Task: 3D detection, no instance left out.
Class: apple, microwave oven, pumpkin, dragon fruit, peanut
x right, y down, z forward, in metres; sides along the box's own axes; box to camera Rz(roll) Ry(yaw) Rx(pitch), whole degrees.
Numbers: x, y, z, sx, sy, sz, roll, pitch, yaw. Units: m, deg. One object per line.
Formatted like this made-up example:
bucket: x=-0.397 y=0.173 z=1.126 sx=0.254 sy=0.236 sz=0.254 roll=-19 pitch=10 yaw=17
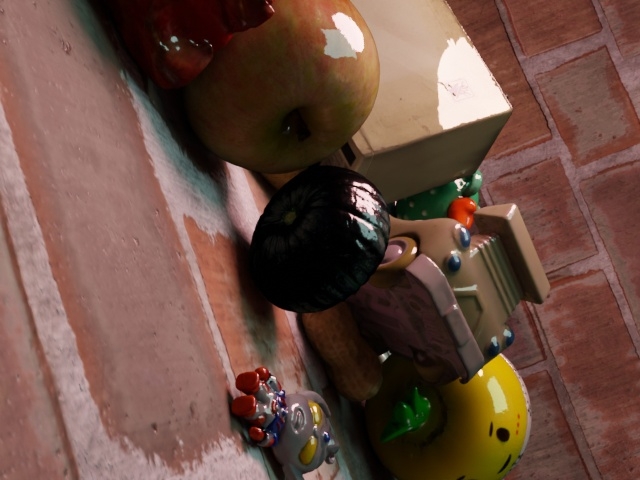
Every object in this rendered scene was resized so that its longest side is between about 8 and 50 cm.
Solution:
apple: x=-0.056 y=-0.222 z=1.140 sx=0.257 sy=0.257 sz=0.233 roll=50 pitch=19 yaw=-61
microwave oven: x=0.076 y=-0.273 z=1.545 sx=0.394 sy=0.333 sz=0.247 roll=64 pitch=-21 yaw=20
pumpkin: x=0.000 y=0.000 z=1.146 sx=0.140 sy=0.202 sz=0.202 roll=39 pitch=26 yaw=-34
dragon fruit: x=-0.118 y=-0.361 z=0.946 sx=0.286 sy=0.329 sz=0.228 roll=59 pitch=20 yaw=-48
peanut: x=0.031 y=0.154 z=1.326 sx=0.089 sy=0.089 sz=0.192 roll=-90 pitch=158 yaw=-63

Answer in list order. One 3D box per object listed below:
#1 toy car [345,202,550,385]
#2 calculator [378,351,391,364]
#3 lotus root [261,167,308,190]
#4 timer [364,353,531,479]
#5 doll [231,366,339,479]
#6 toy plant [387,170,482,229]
toy car: x=0.140 y=0.048 z=1.354 sx=0.336 sy=0.226 sz=0.242 roll=16 pitch=-39 yaw=56
calculator: x=0.096 y=0.148 z=1.786 sx=0.184 sy=0.042 sz=0.295 roll=57 pitch=13 yaw=-49
lotus root: x=-0.076 y=-0.161 z=1.376 sx=0.258 sy=0.097 sz=0.110 roll=72 pitch=29 yaw=-52
timer: x=0.177 y=0.274 z=1.411 sx=0.285 sy=0.285 sz=0.285 roll=-21 pitch=90 yaw=-80
doll: x=-0.032 y=0.201 z=0.967 sx=0.194 sy=0.062 sz=0.104 roll=49 pitch=21 yaw=-45
toy plant: x=0.193 y=-0.062 z=1.781 sx=0.185 sy=0.279 sz=0.400 roll=46 pitch=-27 yaw=-7
